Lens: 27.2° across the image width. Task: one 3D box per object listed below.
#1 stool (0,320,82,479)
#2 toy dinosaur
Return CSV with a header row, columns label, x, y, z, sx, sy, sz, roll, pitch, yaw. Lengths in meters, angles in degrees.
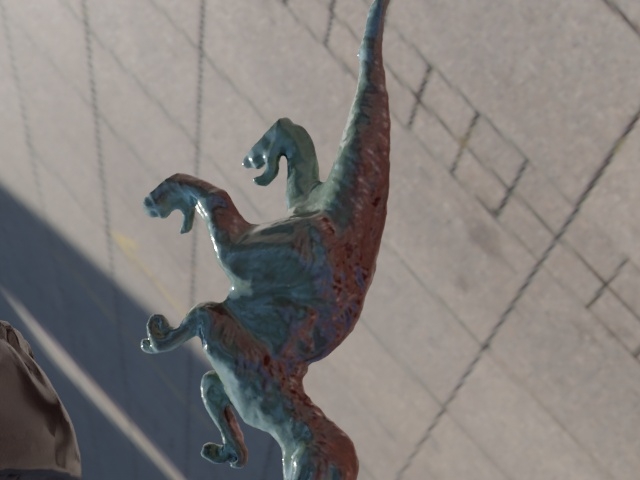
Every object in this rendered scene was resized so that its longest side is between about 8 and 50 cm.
label,x,y,z,sx,sy,sz,roll,pitch,yaw
stool,-0.226,0.053,0.402,0.179,0.272,0.272,64,165,13
toy dinosaur,0.000,0.000,0.624,0.167,0.242,0.053,35,180,28
